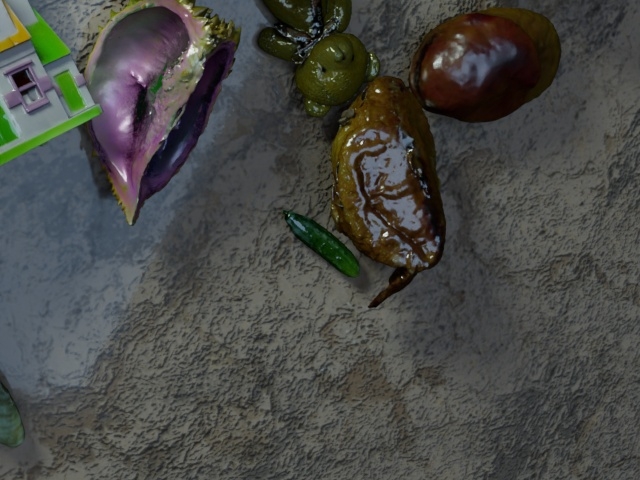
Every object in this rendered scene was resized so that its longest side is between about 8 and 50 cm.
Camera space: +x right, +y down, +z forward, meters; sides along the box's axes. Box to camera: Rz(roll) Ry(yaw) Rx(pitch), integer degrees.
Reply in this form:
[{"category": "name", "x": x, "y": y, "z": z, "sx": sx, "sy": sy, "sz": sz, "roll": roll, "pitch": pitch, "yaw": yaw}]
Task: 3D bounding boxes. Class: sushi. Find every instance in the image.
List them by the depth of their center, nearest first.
[{"category": "sushi", "x": 0.092, "y": -0.067, "z": 1.418, "sx": 0.167, "sy": 0.179, "sz": 0.296, "roll": -22, "pitch": 99, "yaw": -3}]

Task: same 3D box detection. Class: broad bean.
[{"category": "broad bean", "x": 0.233, "y": -0.242, "z": 1.460, "sx": 0.228, "sy": 0.122, "sz": 0.156, "roll": -10, "pitch": 101, "yaw": -16}]

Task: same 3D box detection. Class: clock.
[{"category": "clock", "x": -0.424, "y": -0.225, "z": 1.167, "sx": 0.235, "sy": 0.166, "sz": 0.309, "roll": -35, "pitch": 108, "yaw": -32}]

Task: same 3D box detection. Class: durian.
[{"category": "durian", "x": -0.205, "y": -0.189, "z": 1.287, "sx": 0.186, "sy": 0.154, "sz": 0.260, "roll": 40, "pitch": 108, "yaw": -8}]

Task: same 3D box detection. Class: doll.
[{"category": "doll", "x": -0.009, "y": -0.273, "z": 1.378, "sx": 0.137, "sy": 0.097, "sz": 0.209, "roll": -33, "pitch": 105, "yaw": -6}]

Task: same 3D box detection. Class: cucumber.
[{"category": "cucumber", "x": 0.000, "y": 0.000, "z": 1.461, "sx": 0.155, "sy": 0.037, "sz": 0.037, "roll": 40, "pitch": 85, "yaw": -26}]

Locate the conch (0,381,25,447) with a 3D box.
[{"category": "conch", "x": -0.476, "y": 0.107, "z": 1.234, "sx": 0.203, "sy": 0.169, "sz": 0.386, "roll": -15, "pitch": 103, "yaw": 12}]
